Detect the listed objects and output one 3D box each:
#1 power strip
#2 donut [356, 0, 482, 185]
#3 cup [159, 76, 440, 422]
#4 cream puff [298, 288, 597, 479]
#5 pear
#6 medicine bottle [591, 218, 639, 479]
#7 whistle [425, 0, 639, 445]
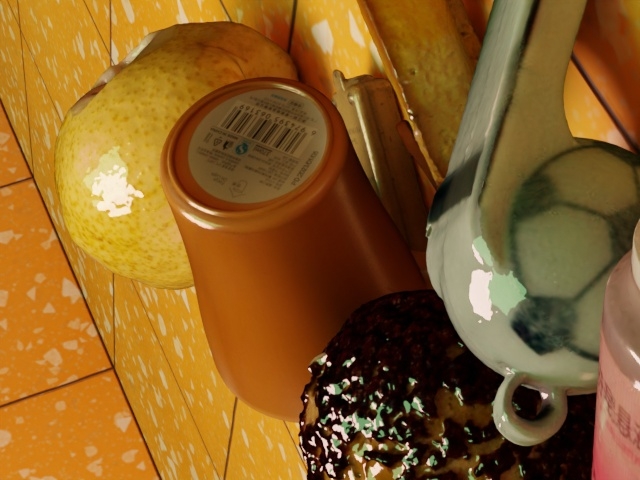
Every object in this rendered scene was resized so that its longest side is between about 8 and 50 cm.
[{"bbox_3d":[0.069,-0.001,1.236,0.064,0.044,0.305,177,77,-71],"label":"power strip"},{"bbox_3d":[0.075,-0.127,0.986,0.162,0.065,0.178,-24,-88,-80],"label":"donut"},{"bbox_3d":[0.000,0.000,1.089,0.264,0.226,0.182,70,178,-55],"label":"cup"},{"bbox_3d":[0.097,0.146,0.989,0.239,0.164,0.239,19,153,10],"label":"cream puff"},{"bbox_3d":[-0.127,-0.086,1.410,0.271,0.271,0.271,162,90,-72],"label":"pear"},{"bbox_3d":[0.209,0.059,0.724,0.147,0.147,0.247,-130,27,-49],"label":"medicine bottle"},{"bbox_3d":[0.152,-0.019,0.862,0.163,0.164,0.289,139,150,-71],"label":"whistle"}]
